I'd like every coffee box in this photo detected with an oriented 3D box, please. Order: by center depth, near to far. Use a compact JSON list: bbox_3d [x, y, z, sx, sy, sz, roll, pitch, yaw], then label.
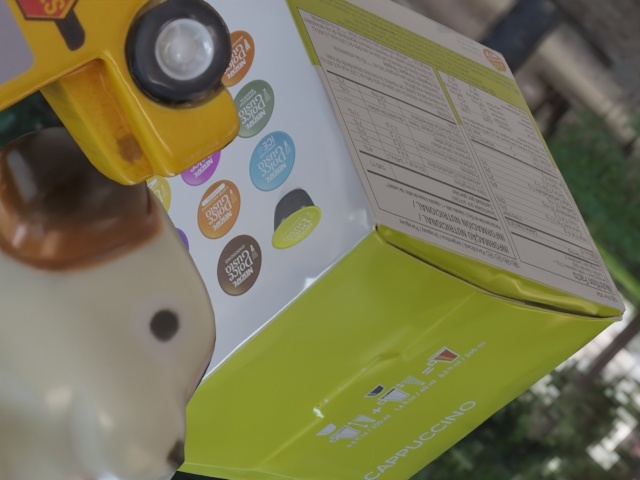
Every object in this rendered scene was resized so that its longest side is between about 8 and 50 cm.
[{"bbox_3d":[0.000,0.000,1.553,0.338,0.338,0.334,18,-140,-44],"label":"coffee box"}]

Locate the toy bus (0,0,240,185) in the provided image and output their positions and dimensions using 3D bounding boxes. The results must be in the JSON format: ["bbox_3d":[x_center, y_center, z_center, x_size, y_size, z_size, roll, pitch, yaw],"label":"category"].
[{"bbox_3d":[-0.163,-0.170,0.780,0.332,0.130,0.108,63,165,-21],"label":"toy bus"}]

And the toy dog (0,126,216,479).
[{"bbox_3d":[-0.258,0.092,0.975,0.395,0.408,0.284,-111,9,-45],"label":"toy dog"}]
